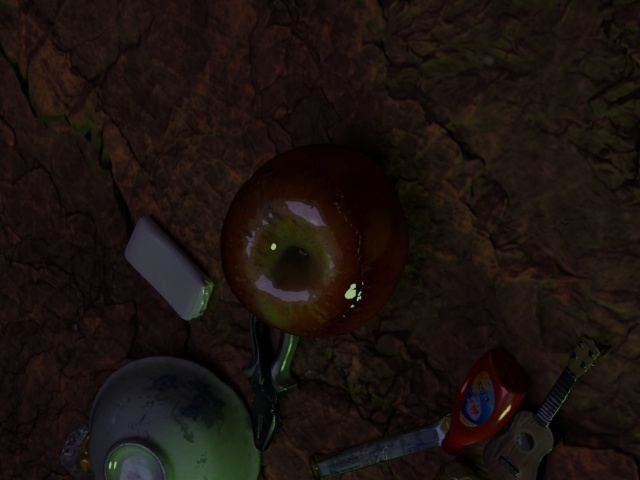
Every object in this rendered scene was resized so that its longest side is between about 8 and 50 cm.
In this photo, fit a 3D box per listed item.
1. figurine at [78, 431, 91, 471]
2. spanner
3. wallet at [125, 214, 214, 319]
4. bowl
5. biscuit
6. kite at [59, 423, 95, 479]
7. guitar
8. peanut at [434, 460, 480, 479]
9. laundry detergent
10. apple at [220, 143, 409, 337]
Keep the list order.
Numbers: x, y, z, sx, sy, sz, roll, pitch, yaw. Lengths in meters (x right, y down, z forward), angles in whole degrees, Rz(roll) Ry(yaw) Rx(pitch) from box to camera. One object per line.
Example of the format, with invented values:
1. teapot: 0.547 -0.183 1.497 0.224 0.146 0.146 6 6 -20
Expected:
1. figurine: -0.361 0.386 2.030 0.121 0.122 0.176 -117 32 -53
2. spanner: -0.078 0.179 1.797 0.095 0.040 0.325 19 112 33
3. wallet: -0.249 0.048 1.904 0.190 0.033 0.095 45 127 21
4. bowl: -0.266 0.351 1.865 0.313 0.146 0.313 3 100 18
5. biscuit: 0.089 0.309 1.708 0.292 0.026 0.048 -24 84 40
6. kite: -0.408 0.451 2.157 0.229 0.016 0.127 48 130 19
7. guitar: 0.297 0.219 1.506 0.084 0.038 0.271 40 126 23
8. peanut: 0.186 0.404 1.618 0.087 0.087 0.207 18 114 34
9. laundry detergent: 0.210 0.226 1.566 0.165 0.049 0.097 -58 35 35
10. apple: 0.000 0.000 1.582 0.251 0.206 0.272 11 112 25
